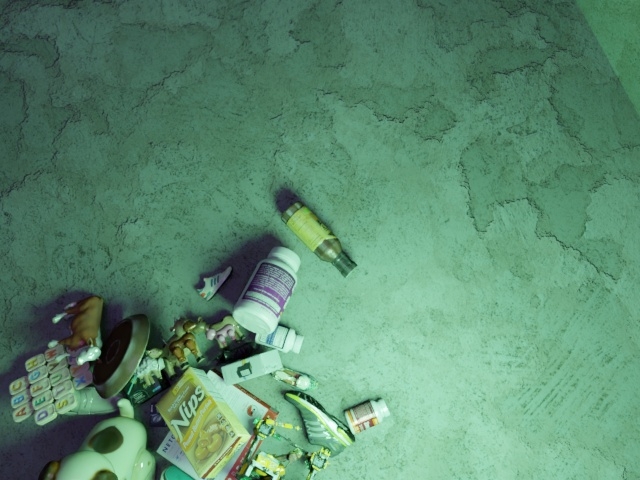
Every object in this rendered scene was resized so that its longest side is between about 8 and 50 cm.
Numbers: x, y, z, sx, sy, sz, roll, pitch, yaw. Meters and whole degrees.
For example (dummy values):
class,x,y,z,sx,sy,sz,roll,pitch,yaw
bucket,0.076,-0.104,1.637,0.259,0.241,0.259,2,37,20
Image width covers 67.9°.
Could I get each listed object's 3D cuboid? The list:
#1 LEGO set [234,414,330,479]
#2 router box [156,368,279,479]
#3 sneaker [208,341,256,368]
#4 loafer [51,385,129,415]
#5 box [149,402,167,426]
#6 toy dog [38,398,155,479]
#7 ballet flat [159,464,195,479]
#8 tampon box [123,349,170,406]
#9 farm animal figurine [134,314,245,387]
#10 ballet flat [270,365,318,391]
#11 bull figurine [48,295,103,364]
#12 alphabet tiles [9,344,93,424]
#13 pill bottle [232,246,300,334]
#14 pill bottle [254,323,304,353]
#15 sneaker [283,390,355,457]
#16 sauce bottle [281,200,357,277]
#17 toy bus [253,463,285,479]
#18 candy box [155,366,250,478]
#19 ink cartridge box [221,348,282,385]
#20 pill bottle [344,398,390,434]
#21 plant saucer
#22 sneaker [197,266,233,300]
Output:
class,x,y,z,sx,sy,sz,roll,pitch,yaw
LEGO set,-0.111,0.728,1.546,0.331,0.192,0.255,39,54,1
router box,-0.363,0.690,1.713,0.301,0.082,0.336,31,81,6
sneaker,-0.321,0.422,1.743,0.170,0.089,0.051,-27,76,20
loafer,-0.862,0.583,1.719,0.319,0.111,0.112,-3,80,0
box,-0.595,0.643,1.755,0.067,0.018,0.083,2,80,0
toy dog,-0.700,0.748,1.525,0.284,0.408,0.396,20,86,2
ballet flat,-0.409,0.943,1.619,0.400,0.139,0.139,35,81,25
tampon box,-0.651,0.500,1.739,0.120,0.101,0.161,-31,80,-5
farm animal figurine,-0.468,0.356,1.702,0.326,0.330,0.172,-39,72,17
ballet flat,-0.100,0.514,1.755,0.188,0.070,0.070,17,80,3
bull figurine,-0.870,0.337,1.721,0.188,0.101,0.310,-14,44,-1
alphabet tiles,-0.967,0.508,1.703,0.277,0.021,0.284,-27,52,-15
pill bottle,-0.184,0.174,1.732,0.169,0.169,0.302,23,56,4
pill bottle,-0.151,0.362,1.769,0.169,0.094,0.094,18,80,3
sneaker,-0.023,0.660,1.709,0.300,0.111,0.121,39,86,9
sauce bottle,0.000,0.000,1.831,0.111,0.111,0.344,-44,84,-7
toy bus,-0.201,0.937,1.635,0.108,0.130,0.333,9,79,-16
candy box,-0.400,0.605,1.598,0.183,0.087,0.316,-48,58,-3
ink cartridge box,-0.244,0.453,1.704,0.175,0.127,0.072,-23,78,21
pill bottle,0.170,0.633,1.721,0.152,0.086,0.086,-23,80,-4
plant saucer,-0.714,0.396,1.676,0.050,0.310,0.311,34,79,-35
sneaker,-0.407,0.152,1.826,0.075,0.057,0.161,38,85,1
